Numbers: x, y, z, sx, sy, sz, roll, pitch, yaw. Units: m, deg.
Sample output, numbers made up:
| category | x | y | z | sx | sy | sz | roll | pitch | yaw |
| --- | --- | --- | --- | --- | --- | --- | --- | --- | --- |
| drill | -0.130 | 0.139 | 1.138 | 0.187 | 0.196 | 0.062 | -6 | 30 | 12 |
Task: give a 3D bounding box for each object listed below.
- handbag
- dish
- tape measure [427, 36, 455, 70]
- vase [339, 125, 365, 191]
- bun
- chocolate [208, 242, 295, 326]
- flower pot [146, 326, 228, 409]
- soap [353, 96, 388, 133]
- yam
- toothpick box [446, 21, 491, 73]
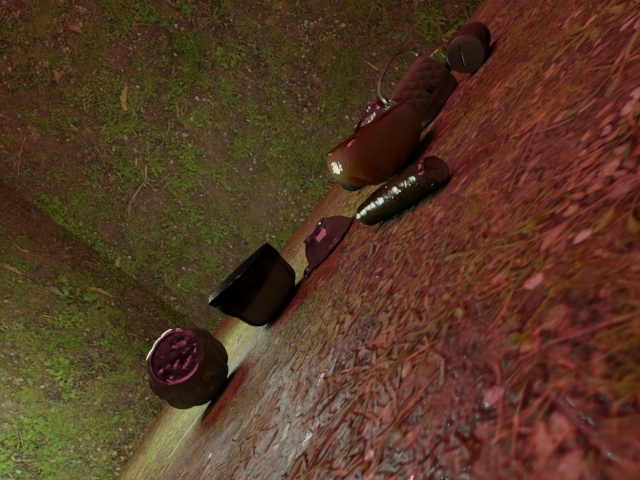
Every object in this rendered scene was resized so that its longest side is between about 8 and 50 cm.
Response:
| category | x | y | z | sx | sy | sz | roll | pitch | yaw |
| --- | --- | --- | --- | --- | --- | --- | --- | --- | --- |
| handbag | 0.293 | -0.487 | 1.564 | 0.256 | 0.219 | 0.079 | -56 | 5 | -22 |
| dish | 0.000 | 0.000 | 1.543 | 0.246 | 0.078 | 0.224 | -52 | 7 | 1 |
| tape measure | 0.519 | -0.765 | 2.097 | 0.175 | 0.106 | 0.200 | -39 | 1 | -28 |
| vase | 0.164 | -0.288 | 1.810 | 0.251 | 0.156 | 0.301 | -24 | -11 | -21 |
| bun | 0.163 | -0.249 | 1.391 | 0.299 | 0.165 | 0.299 | -33 | 10 | 7 |
| chocolate | -0.198 | 0.160 | 1.572 | 0.283 | 0.186 | 0.283 | -41 | 7 | 7 |
| flower pot | -0.399 | 0.384 | 1.503 | 0.246 | 0.246 | 0.195 | -54 | -26 | -23 |
| soap | 0.252 | -0.502 | 2.165 | 0.289 | 0.182 | 0.112 | -46 | 12 | 46 |
| yam | 0.151 | -0.090 | 0.988 | 0.317 | 0.071 | 0.067 | 145 | 126 | -68 |
| toothpick box | 0.444 | -0.577 | 1.481 | 0.111 | 0.111 | 0.180 | -47 | 7 | 41 |
